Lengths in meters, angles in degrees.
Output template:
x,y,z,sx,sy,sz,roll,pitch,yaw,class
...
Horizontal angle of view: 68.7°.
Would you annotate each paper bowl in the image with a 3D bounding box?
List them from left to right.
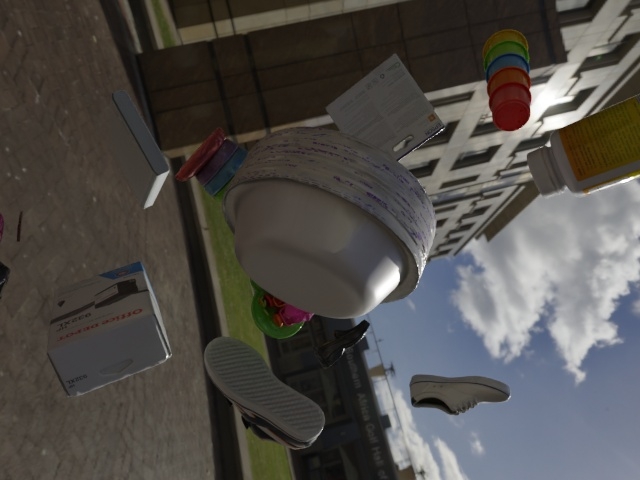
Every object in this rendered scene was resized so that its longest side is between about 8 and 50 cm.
x,y,z,sx,sy,sz,roll,pitch,yaw,class
0.000,0.000,0.632,0.284,0.284,0.148,85,25,-58,paper bowl

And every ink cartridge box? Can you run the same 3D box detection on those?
x,y,z,sx,sy,sz,roll,pitch,yaw,class
-0.502,0.192,1.112,0.307,0.223,0.129,38,-37,57,ink cartridge box
0.164,-0.315,1.197,0.224,0.223,0.045,55,13,-5,ink cartridge box

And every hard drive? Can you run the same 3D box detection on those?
x,y,z,sx,sy,sz,roll,pitch,yaw,class
-0.457,-0.208,1.152,0.203,0.040,0.307,61,-27,-3,hard drive

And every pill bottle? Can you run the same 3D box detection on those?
x,y,z,sx,sy,sz,roll,pitch,yaw,class
0.442,-0.141,0.722,0.117,0.215,0.117,31,48,-42,pill bottle

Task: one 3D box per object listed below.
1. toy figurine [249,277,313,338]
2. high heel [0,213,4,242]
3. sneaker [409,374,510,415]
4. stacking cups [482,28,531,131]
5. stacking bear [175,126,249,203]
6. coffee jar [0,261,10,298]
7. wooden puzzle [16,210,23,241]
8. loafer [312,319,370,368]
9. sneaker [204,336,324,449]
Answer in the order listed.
x,y,z,sx,sy,sz,roll,pitch,yaw,class
-0.065,0.111,0.959,0.159,0.130,0.173,-28,-94,60,toy figurine
-0.600,0.018,0.847,0.244,0.117,0.082,-98,176,-55,high heel
0.363,0.415,1.230,0.091,0.258,0.094,-75,153,-43,sneaker
0.364,-0.319,0.930,0.316,0.096,0.096,-66,156,-44,stacking cups
-0.207,-0.140,1.227,0.289,0.164,0.175,42,6,-19,stacking bear
-0.532,0.024,0.653,0.184,0.096,0.079,42,42,-10,coffee jar
-0.661,-0.032,1.029,0.049,0.006,0.083,58,-47,47,wooden puzzle
0.057,0.255,1.214,0.061,0.170,0.062,51,-24,6,loafer
-0.144,0.359,1.067,0.321,0.126,0.127,36,-45,17,sneaker
